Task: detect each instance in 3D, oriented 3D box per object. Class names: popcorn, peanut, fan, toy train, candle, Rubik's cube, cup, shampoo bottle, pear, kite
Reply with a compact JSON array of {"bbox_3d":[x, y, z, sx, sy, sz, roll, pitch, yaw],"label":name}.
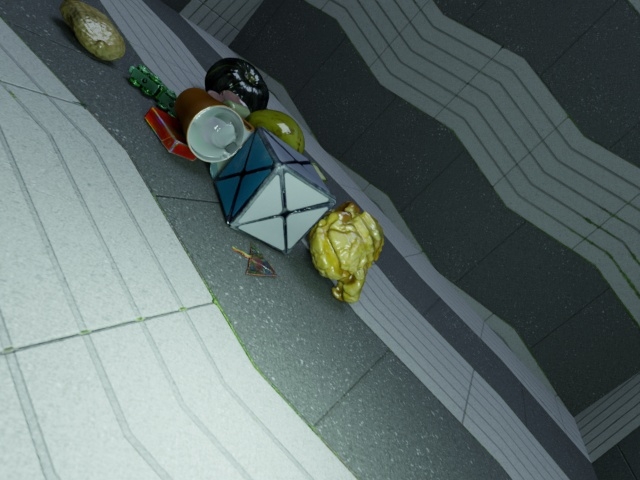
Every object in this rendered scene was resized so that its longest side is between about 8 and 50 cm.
[{"bbox_3d":[0.083,0.036,1.455,0.264,0.224,0.333,3,87,-60],"label":"popcorn"},{"bbox_3d":[-0.765,-0.708,1.527,0.233,0.110,0.196,50,17,23],"label":"peanut"},{"bbox_3d":[-0.301,-0.265,1.490,0.113,0.176,0.005,14,-1,-24],"label":"fan"},{"bbox_3d":[-0.570,-0.529,1.622,0.251,0.085,0.119,43,11,-12],"label":"toy train"},{"bbox_3d":[-0.379,-0.481,1.889,0.287,0.131,0.317,48,25,-12],"label":"candle"},{"bbox_3d":[-0.149,-0.156,1.413,0.254,0.260,0.259,30,19,-42],"label":"Rubik's cube"},{"bbox_3d":[-0.343,-0.378,1.437,0.226,0.183,0.264,-6,38,-32],"label":"cup"},{"bbox_3d":[-0.322,-0.491,1.754,0.079,0.079,0.162,49,21,14],"label":"shampoo bottle"},{"bbox_3d":[-0.199,-0.367,1.748,0.283,0.283,0.284,40,17,-15],"label":"pear"},{"bbox_3d":[-0.179,0.059,1.251,0.159,0.010,0.190,38,16,-18],"label":"kite"}]

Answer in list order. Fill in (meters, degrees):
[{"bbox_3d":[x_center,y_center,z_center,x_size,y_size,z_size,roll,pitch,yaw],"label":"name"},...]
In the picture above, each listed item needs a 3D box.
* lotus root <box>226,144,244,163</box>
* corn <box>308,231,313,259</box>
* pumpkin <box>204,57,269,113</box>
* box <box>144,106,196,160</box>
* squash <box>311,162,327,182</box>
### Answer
[{"bbox_3d":[-0.260,-0.256,1.583,0.303,0.146,0.130,36,-13,-21],"label":"lotus root"},{"bbox_3d":[0.000,0.000,1.681,0.098,0.098,0.290,39,21,-18],"label":"corn"},{"bbox_3d":[-0.405,-0.727,2.199,0.323,0.241,0.324,39,32,-31],"label":"pumpkin"},{"bbox_3d":[-0.471,-0.337,1.439,0.175,0.048,0.112,51,15,22],"label":"box"},{"bbox_3d":[-0.082,-0.333,2.354,0.183,0.085,0.192,1,35,-25],"label":"squash"}]
